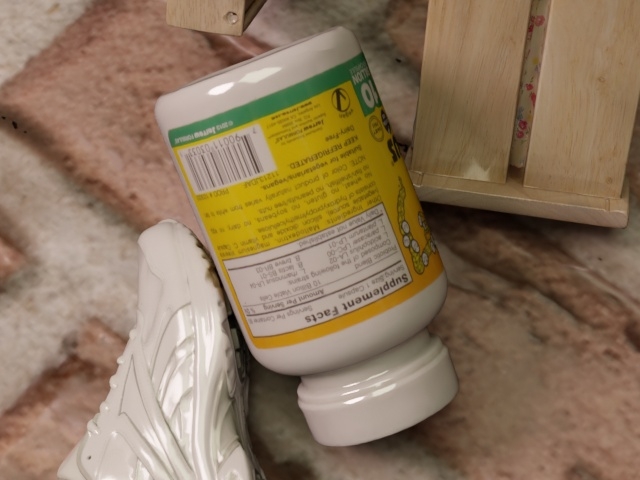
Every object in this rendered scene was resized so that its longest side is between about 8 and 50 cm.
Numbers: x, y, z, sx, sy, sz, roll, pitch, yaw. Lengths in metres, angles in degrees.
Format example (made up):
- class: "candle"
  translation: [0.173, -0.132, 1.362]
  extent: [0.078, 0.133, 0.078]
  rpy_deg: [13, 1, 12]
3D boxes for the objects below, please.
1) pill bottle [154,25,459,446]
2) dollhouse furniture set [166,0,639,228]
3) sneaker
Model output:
- class: "pill bottle"
  translation: [0.000, 0.000, 0.752]
  extent: [0.118, 0.117, 0.208]
  rpy_deg: [-22, 99, -6]
- class: "dollhouse furniture set"
  translation: [0.106, -0.191, 0.819]
  extent: [0.356, 0.303, 0.174]
  rpy_deg: [9, 28, 6]
- class: "sneaker"
  translation: [-0.094, 0.097, 0.772]
  extent: [0.115, 0.090, 0.232]
  rpy_deg: [-12, 64, 2]
